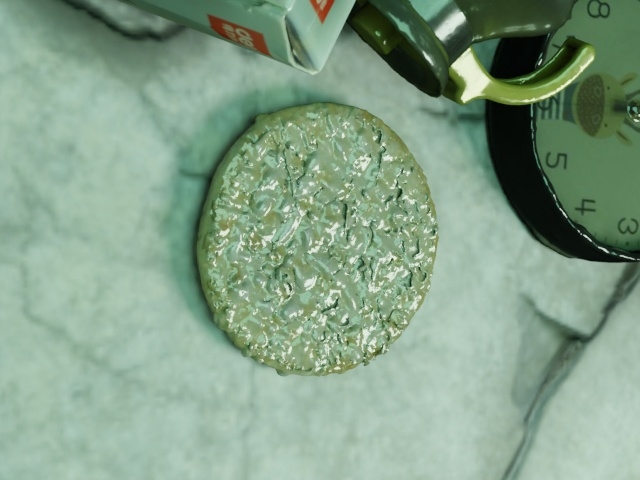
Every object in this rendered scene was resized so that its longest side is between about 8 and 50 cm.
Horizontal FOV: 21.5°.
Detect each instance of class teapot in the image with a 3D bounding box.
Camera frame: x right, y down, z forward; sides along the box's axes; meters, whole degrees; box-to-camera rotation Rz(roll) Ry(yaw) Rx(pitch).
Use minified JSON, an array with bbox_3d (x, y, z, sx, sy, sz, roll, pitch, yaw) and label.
[{"bbox_3d":[0.077,-0.134,0.879,0.119,0.130,0.165,-44,119,-3],"label":"teapot"}]

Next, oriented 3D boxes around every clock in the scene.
[{"bbox_3d":[0.183,-0.076,0.988,0.185,0.040,0.184,-3,96,-29],"label":"clock"}]

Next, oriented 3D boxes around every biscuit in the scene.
[{"bbox_3d":[0.000,0.000,0.904,0.152,0.020,0.152,-4,98,-29],"label":"biscuit"}]

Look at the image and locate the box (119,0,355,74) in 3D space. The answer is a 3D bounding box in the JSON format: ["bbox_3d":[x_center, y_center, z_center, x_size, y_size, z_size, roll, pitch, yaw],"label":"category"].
[{"bbox_3d":[-0.013,-0.223,0.805,0.269,0.135,0.079,-65,162,-11],"label":"box"}]
